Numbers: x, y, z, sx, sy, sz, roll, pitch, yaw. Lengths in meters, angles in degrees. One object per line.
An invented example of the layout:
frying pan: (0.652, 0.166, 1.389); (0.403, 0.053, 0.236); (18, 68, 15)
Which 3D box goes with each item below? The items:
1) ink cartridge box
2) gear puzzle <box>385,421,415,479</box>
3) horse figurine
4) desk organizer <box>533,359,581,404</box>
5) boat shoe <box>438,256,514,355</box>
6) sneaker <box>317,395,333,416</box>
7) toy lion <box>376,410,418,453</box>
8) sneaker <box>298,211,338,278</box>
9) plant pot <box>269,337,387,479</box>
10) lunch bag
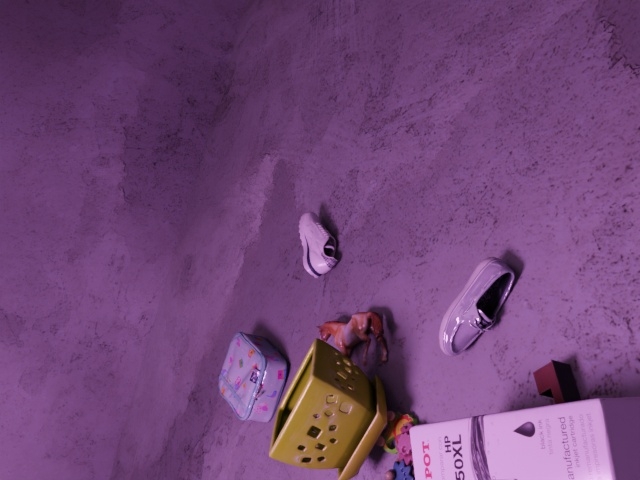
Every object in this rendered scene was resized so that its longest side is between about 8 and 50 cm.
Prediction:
ink cartridge box: (0.339, 0.411, 1.137); (0.395, 0.166, 0.285); (-27, 61, 50)
gear puzzle: (0.241, 0.484, 1.434); (0.339, 0.044, 0.175); (8, 83, 58)
horse figurine: (0.090, 0.249, 1.838); (0.263, 0.066, 0.174); (-42, 45, 46)
desk organizer: (0.416, 0.279, 1.263); (0.050, 0.047, 0.130); (-47, 36, 41)
boat shoe: (0.319, 0.143, 1.481); (0.227, 0.079, 0.081); (-63, 25, 8)
sneaker: (0.019, 0.420, 1.865); (0.166, 0.065, 0.076); (2, 71, 59)
toy lion: (0.176, 0.429, 1.616); (0.096, 0.034, 0.100); (27, 97, 54)
sneaker: (0.000, 0.000, 2.146); (0.095, 0.090, 0.235); (-36, 46, 28)
plant pot: (0.027, 0.394, 1.665); (0.227, 0.207, 0.228); (-62, 4, 14)
lunch bag: (-0.213, 0.419, 2.220); (0.279, 0.108, 0.224); (32, 101, 61)
